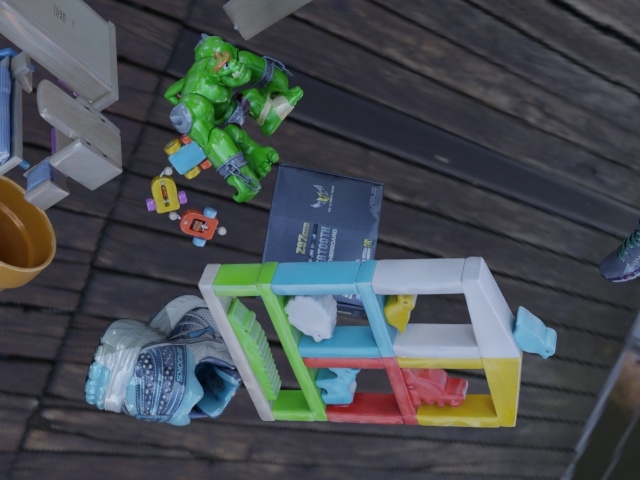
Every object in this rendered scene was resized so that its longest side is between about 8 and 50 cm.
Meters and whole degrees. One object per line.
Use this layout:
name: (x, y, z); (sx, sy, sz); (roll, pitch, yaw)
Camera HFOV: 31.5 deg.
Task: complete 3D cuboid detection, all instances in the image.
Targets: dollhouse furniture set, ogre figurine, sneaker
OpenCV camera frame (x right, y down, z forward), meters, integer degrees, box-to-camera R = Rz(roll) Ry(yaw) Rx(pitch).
dollhouse furniture set: (-0.417, -0.160, 1.337); (0.303, 0.286, 0.198); (-29, 138, 21)
ogre figurine: (-0.093, -0.137, 1.178); (0.118, 0.097, 0.197); (35, 62, -23)
sneaker: (-0.136, 0.136, 1.165); (0.283, 0.122, 0.110); (-26, 138, -75)
sneaker: (0.548, -0.007, 1.934); (0.098, 0.224, 0.083); (33, 46, -24)

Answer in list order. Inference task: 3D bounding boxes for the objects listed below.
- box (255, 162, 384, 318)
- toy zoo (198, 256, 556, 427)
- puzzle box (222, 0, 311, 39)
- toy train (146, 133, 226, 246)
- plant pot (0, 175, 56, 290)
box: (0.000, 0.000, 1.876); (0.059, 0.183, 0.232); (110, -9, -66)
toy zoo: (0.058, 0.093, 0.995); (0.030, 0.293, 0.192); (-71, 152, -43)
puzzle box: (0.092, -0.376, 1.280); (0.409, 0.272, 0.052); (-38, 102, -15)
toy train: (-0.182, -0.080, 1.628); (0.125, 0.046, 0.166); (12, 110, -20)
plant pot: (-0.569, 0.018, 1.844); (0.188, 0.205, 0.205); (-40, 143, 24)
